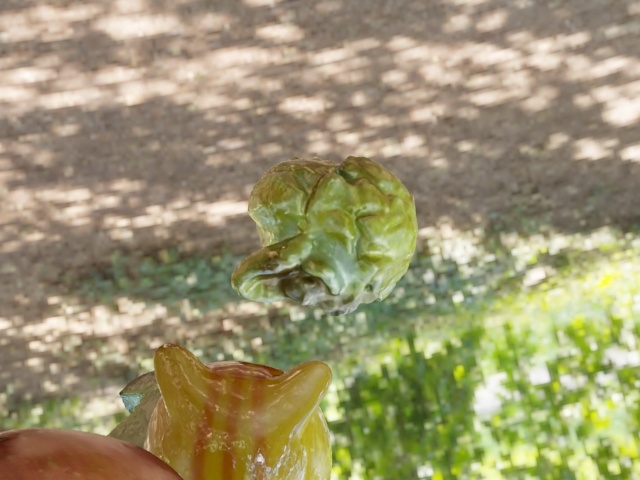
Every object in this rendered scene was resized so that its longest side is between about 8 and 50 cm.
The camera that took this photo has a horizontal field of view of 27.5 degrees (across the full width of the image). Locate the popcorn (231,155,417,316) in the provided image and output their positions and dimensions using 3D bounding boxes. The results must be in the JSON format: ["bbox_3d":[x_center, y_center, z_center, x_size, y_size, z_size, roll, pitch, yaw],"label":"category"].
[{"bbox_3d":[0.000,0.000,1.405,0.212,0.198,0.198,-50,-171,-31],"label":"popcorn"}]

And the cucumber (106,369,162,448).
[{"bbox_3d":[-0.181,0.252,1.578,0.191,0.130,0.191,-29,-158,13],"label":"cucumber"}]

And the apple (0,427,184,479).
[{"bbox_3d":[-0.176,0.244,0.807,0.251,0.206,0.272,3,131,-51],"label":"apple"}]

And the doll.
[{"bbox_3d":[-0.067,0.213,1.090,0.167,0.162,0.269,-1,142,-5],"label":"doll"}]
